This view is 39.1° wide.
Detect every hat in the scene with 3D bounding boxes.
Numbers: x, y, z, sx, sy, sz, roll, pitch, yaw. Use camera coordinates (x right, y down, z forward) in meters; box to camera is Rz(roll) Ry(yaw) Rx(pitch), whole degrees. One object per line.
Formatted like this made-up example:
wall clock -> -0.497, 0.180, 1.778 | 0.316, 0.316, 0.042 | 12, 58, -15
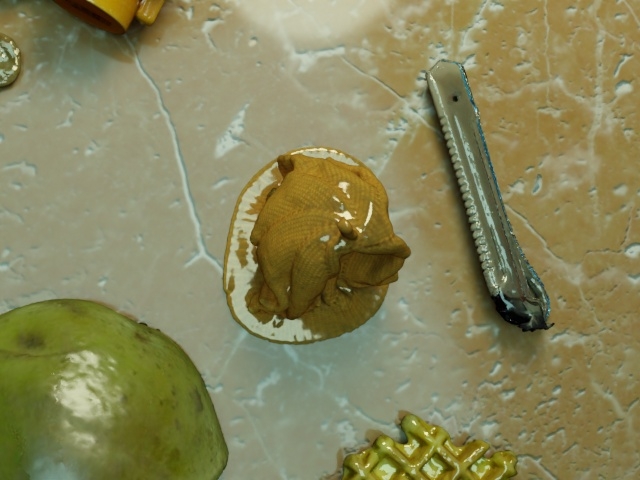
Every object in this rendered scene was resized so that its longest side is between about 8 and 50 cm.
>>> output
hat -> 0.000, 0.000, 1.005 | 0.244, 0.233, 0.233 | -31, 90, -10

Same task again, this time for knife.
knife -> 0.205, -0.055, 1.137 | 0.089, 0.043, 0.365 | -15, 85, -42

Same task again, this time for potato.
potato -> -0.285, 0.203, 0.963 | 0.330, 0.213, 0.280 | -25, 90, -10

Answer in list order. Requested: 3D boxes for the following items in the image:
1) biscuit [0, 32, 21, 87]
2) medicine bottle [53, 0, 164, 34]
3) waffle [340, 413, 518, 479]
biscuit -> -0.428, -0.205, 1.065 | 0.147, 0.018, 0.071 | -13, 89, -8
medicine bottle -> -0.225, -0.362, 1.045 | 0.149, 0.112, 0.222 | 27, 83, -22
waffle -> 0.127, 0.365, 1.084 | 0.283, 0.065, 0.309 | 0, 87, -7
